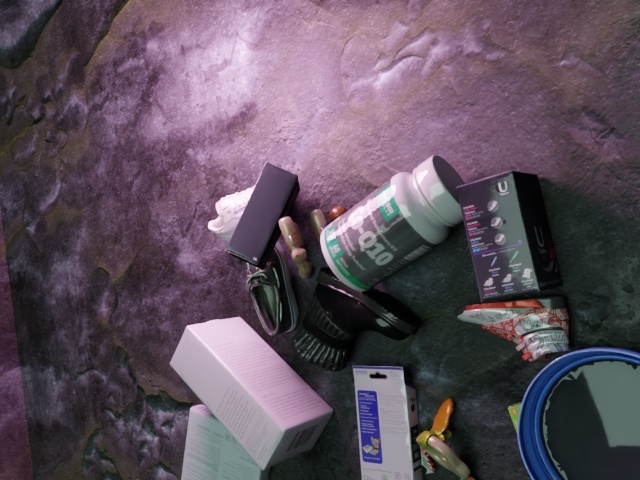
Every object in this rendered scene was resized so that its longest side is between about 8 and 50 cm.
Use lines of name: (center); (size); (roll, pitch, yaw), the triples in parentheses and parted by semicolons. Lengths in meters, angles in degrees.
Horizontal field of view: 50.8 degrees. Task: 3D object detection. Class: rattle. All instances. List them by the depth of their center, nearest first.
rattle: (0.351, 0.526, 1.697); (0.199, 0.143, 0.130); (37, 144, 13)

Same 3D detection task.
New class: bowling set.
bowling set: (0.000, 0.000, 1.861); (0.199, 0.287, 0.154); (-21, 84, 1)

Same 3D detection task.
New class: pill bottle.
pill bottle: (0.191, -0.042, 1.688); (0.361, 0.204, 0.204); (-37, 70, 27)

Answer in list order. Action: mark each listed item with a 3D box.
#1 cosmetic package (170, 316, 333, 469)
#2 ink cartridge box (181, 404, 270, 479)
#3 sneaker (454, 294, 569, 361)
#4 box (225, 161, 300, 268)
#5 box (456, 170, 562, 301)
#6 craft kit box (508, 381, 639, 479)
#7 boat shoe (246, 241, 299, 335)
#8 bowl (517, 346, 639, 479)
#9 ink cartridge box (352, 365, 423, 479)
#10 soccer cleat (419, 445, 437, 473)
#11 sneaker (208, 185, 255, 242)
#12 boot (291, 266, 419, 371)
cosmetic package: (-0.209, 0.433, 1.987); (0.453, 0.230, 0.162); (40, 114, 30)
ink cartridge box: (-0.305, 0.735, 2.164); (0.324, 0.071, 0.330); (13, 100, 34)
sneaker: (0.446, 0.212, 1.580); (0.270, 0.090, 0.145); (-10, 82, 34)
box: (-0.153, -0.062, 1.850); (0.103, 0.184, 0.261); (24, 84, 1)
box: (0.432, -0.010, 1.538); (0.143, 0.165, 0.271); (-16, 83, 36)
craft kit box: (0.580, 0.463, 1.510); (0.246, 0.061, 0.250); (-24, 76, 32)
boat shoe: (-0.156, 0.116, 1.974); (0.121, 0.119, 0.335); (-22, 90, 29)
bowl: (0.613, 0.415, 1.405); (0.391, 0.077, 0.392); (0, 91, 36)
ink cartridge box: (0.180, 0.495, 1.802); (0.165, 0.065, 0.333); (-5, 90, 37)
soccer cleat: (0.273, 0.566, 1.756); (0.035, 0.029, 0.083); (-33, 77, 28)
sneaker: (-0.219, -0.099, 2.023); (0.305, 0.152, 0.114); (-46, 34, 27)
boot: (0.088, 0.251, 1.822); (0.348, 0.131, 0.260); (28, 104, 39)
